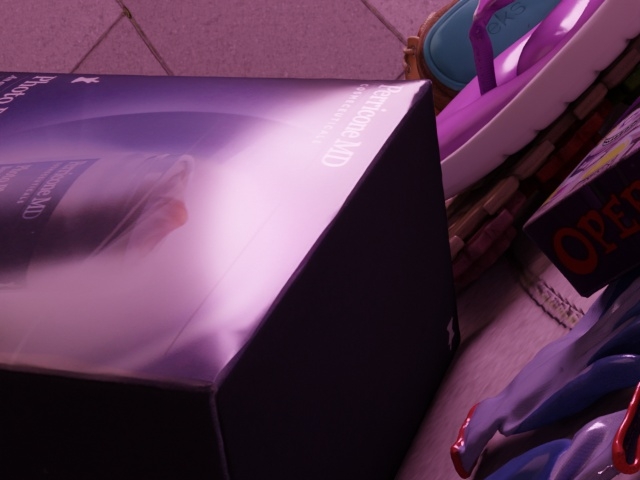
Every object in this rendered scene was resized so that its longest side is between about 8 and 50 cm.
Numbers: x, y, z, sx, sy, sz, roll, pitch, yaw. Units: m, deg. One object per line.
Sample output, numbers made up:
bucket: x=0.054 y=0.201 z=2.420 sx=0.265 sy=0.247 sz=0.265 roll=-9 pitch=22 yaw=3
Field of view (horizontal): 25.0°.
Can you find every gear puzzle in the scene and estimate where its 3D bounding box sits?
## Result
gear puzzle: x=0.174 y=-0.081 z=0.937 sx=0.339 sy=0.044 sz=0.175 roll=-46 pitch=4 yaw=-10

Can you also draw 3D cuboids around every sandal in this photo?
sandal: x=0.181 y=-0.191 z=0.898 sx=0.416 sy=0.102 sz=0.169 roll=-45 pitch=3 yaw=3

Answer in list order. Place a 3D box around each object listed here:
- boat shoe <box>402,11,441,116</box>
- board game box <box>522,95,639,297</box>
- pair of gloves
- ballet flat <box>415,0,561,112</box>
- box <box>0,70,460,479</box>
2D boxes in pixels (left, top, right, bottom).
boat shoe: x=0.136 y=-0.159 z=1.314 sx=0.324 sy=0.120 sz=0.122 roll=-44 pitch=6 yaw=32
board game box: x=0.234 y=-0.111 z=0.533 sx=0.208 sy=0.056 sz=0.347 roll=-39 pitch=-1 yaw=-36
pair of gloves: x=0.086 y=0.080 z=0.555 sx=0.159 sy=0.023 sz=0.198 roll=-45 pitch=5 yaw=39
ballet flat: x=0.220 y=-0.202 z=1.061 sx=0.342 sy=0.116 sz=0.124 roll=-41 pitch=-21 yaw=3
box: x=-0.110 y=0.046 z=0.738 sx=0.294 sy=0.183 sz=0.296 roll=4 pitch=31 yaw=20
